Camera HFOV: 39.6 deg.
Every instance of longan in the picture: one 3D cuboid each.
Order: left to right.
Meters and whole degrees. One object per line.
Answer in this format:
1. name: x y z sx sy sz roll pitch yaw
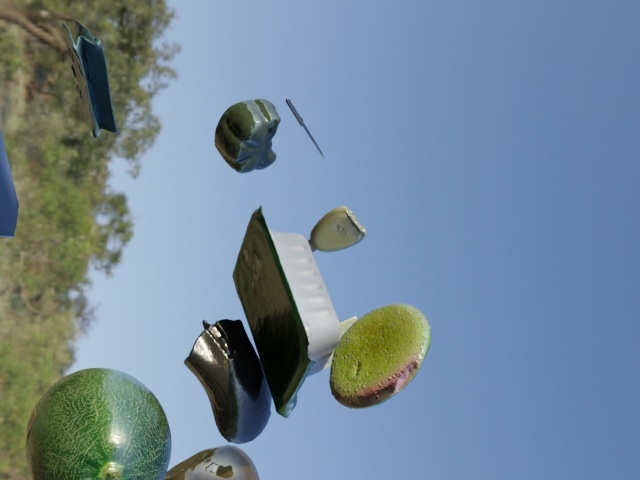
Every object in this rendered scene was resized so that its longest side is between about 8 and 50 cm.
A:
1. longan: -0.280 0.661 2.174 0.350 0.288 0.288 -45 167 -46

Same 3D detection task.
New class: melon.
1. melon: -0.277 0.255 1.115 0.287 0.182 0.183 -178 -88 -72

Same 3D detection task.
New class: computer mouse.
1. computer mouse: -0.161 0.269 1.724 0.088 0.147 0.264 -14 -72 52

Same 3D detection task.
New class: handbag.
1. handbag: -0.483 -0.334 1.848 0.144 0.057 0.221 45 -32 45

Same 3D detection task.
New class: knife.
1. knife: -0.033 -0.248 1.976 0.010 0.170 0.023 -24 -151 18

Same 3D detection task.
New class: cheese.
1. cheese: 0.000 0.000 1.932 0.192 0.097 0.037 -29 -154 18

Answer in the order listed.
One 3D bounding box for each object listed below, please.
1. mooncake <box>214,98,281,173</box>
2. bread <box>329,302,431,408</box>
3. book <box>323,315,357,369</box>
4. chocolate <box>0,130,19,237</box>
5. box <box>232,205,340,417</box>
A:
1. mooncake: -0.155 -0.236 2.036 0.168 0.175 0.104 -43 -122 -2
2. bread: 0.100 0.205 1.617 0.228 0.033 0.229 -30 -145 24
3. book: 0.038 0.216 1.875 0.014 0.110 0.077 11 -59 68
4. chocolate: -0.885 -0.140 1.926 0.383 0.331 0.384 -16 90 -89
5. box: -0.057 0.126 1.686 0.264 0.105 0.337 116 -39 -51
